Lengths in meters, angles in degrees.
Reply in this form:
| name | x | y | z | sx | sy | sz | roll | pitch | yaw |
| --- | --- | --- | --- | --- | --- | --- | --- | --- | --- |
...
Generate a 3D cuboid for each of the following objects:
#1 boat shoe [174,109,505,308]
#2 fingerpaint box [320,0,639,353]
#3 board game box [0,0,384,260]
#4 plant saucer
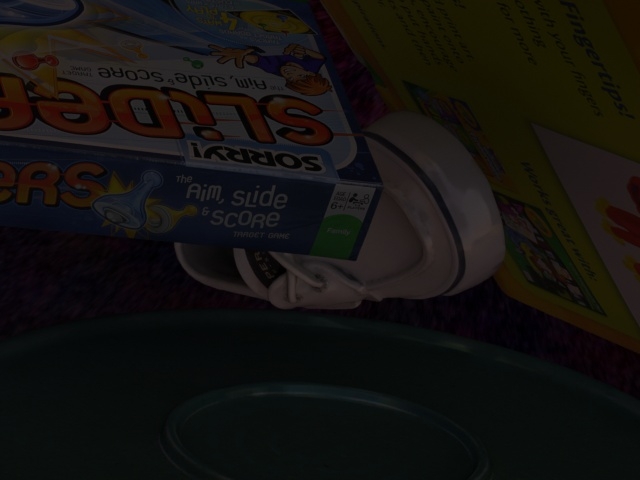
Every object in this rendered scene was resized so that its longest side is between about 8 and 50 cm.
| name | x | y | z | sx | sy | sz | roll | pitch | yaw |
| --- | --- | --- | --- | --- | --- | --- | --- | --- | --- |
| boat shoe | 0.000 | 0.000 | 0.826 | 0.084 | 0.258 | 0.095 | -29 | 96 | -21 |
| fingerpaint box | 0.160 | -0.119 | 0.746 | 0.163 | 0.371 | 0.445 | -46 | 125 | -14 |
| board game box | -0.091 | -0.056 | 0.572 | 0.201 | 0.136 | 0.035 | 5 | 127 | -21 |
| plant saucer | 0.000 | 0.079 | 0.524 | 0.318 | 0.317 | 0.043 | 8 | 105 | 4 |
